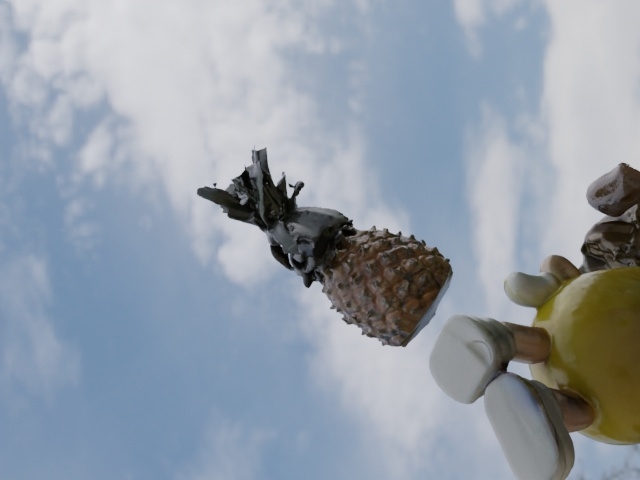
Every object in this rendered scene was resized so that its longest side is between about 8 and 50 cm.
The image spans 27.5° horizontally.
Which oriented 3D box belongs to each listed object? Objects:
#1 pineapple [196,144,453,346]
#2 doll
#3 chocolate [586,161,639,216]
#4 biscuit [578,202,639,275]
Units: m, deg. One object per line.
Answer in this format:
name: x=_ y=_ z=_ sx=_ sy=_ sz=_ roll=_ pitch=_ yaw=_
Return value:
pineapple: x=-0.001 y=0.002 z=1.773 sx=0.165 sy=0.364 sz=0.165 roll=-56 pitch=-9 yaw=-13
doll: x=0.323 y=0.158 z=1.500 sx=0.423 sy=0.161 sz=0.348 roll=18 pitch=-132 yaw=-24
chocolate: x=0.385 y=-0.058 z=1.686 sx=0.064 sy=0.100 sz=0.031 roll=27 pitch=-119 yaw=-12
biscuit: x=0.535 y=0.046 z=1.704 sx=0.268 sy=0.366 sz=0.115 roll=-29 pitch=-44 yaw=-30
